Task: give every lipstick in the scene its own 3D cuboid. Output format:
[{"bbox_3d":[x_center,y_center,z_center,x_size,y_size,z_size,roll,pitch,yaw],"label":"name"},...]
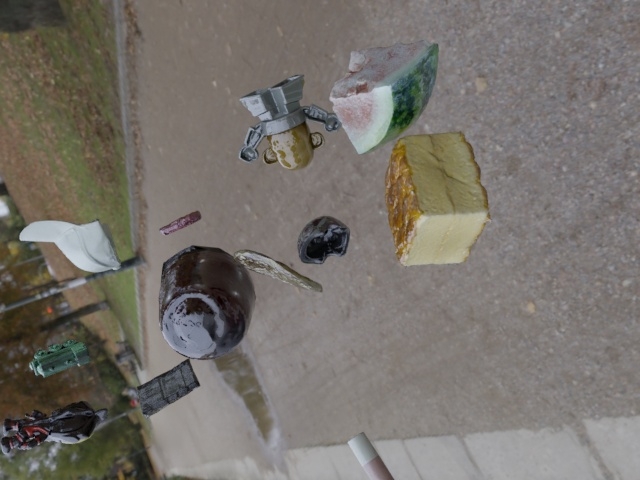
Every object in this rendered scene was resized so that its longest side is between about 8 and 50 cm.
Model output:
[{"bbox_3d":[0.190,0.782,2.022,0.254,0.070,0.070,55,154,22],"label":"lipstick"}]

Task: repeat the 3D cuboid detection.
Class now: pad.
[{"bbox_3d":[-0.583,0.561,2.263,0.174,0.233,0.022,46,162,51],"label":"pad"}]

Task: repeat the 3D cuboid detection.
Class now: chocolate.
[{"bbox_3d":[-0.418,0.253,2.089,0.331,0.384,0.383,-85,-13,-63],"label":"chocolate"}]

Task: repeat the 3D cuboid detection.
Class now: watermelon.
[{"bbox_3d":[0.153,-0.366,1.478,0.232,0.193,0.310,30,142,-7],"label":"watermelon"}]

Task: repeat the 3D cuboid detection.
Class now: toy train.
[{"bbox_3d":[-0.820,0.371,1.867,0.111,0.171,0.071,21,124,50],"label":"toy train"}]

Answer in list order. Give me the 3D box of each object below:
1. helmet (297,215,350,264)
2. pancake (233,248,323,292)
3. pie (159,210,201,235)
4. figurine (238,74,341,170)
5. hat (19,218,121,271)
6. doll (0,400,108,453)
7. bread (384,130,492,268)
[{"bbox_3d":[0.000,-0.013,1.837,0.153,0.177,0.107,91,157,-50],"label":"helmet"},{"bbox_3d":[-0.112,0.080,1.521,0.250,0.250,0.031,-3,63,67],"label":"pancake"},{"bbox_3d":[-0.478,-0.060,2.038,0.038,0.154,0.153,64,159,-8],"label":"pie"},{"bbox_3d":[-0.111,-0.360,1.911,0.343,0.167,0.284,-13,113,26],"label":"figurine"},{"bbox_3d":[-0.794,0.016,1.894,0.258,0.302,0.167,168,103,-76],"label":"hat"},{"bbox_3d":[-0.668,0.470,1.505,0.088,0.249,0.127,113,141,-55],"label":"doll"},{"bbox_3d":[0.297,-0.108,1.582,0.279,0.207,0.279,94,170,-62],"label":"bread"}]
